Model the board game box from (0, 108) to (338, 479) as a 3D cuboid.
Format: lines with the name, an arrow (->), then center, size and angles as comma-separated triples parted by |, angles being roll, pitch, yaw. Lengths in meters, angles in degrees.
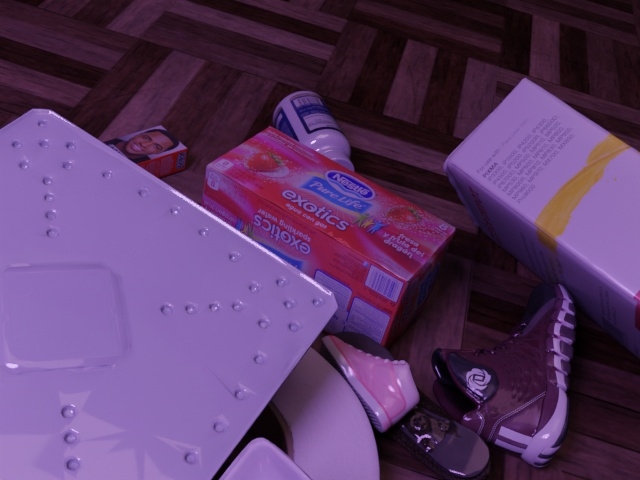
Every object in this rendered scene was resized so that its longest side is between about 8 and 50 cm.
board game box -> -0.237, 0.080, 0.749 | 0.390, 0.050, 0.390 | 33, 47, 8

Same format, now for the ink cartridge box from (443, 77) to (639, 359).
ink cartridge box -> 0.375, -0.003, 1.089 | 0.160, 0.279, 0.385 | -48, 62, -1

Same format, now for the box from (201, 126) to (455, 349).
box -> 0.000, 0.000, 1.080 | 0.300, 0.154, 0.142 | 30, 41, 18

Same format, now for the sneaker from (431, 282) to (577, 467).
sneaker -> 0.224, 0.136, 1.034 | 0.163, 0.106, 0.281 | 16, 40, 5

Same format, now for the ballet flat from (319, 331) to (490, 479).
ballet flat -> 0.095, 0.196, 0.965 | 0.250, 0.058, 0.084 | 35, 70, 30

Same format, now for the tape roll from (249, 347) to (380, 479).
tape roll -> -0.133, 0.224, 0.837 | 0.392, 0.072, 0.392 | 9, 39, -7

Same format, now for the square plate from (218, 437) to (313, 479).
square plate -> -0.022, 0.379, 0.573 | 0.347, 0.049, 0.344 | 37, 86, 23

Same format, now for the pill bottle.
pill bottle -> -0.008, -0.151, 1.297 | 0.094, 0.094, 0.169 | -4, 44, -22

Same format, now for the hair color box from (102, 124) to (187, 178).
hair color box -> -0.273, -0.118, 1.211 | 0.141, 0.043, 0.072 | -25, 53, -39

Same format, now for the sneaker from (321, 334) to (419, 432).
sneaker -> 0.060, 0.149, 0.940 | 0.070, 0.051, 0.134 | -30, 54, -15
